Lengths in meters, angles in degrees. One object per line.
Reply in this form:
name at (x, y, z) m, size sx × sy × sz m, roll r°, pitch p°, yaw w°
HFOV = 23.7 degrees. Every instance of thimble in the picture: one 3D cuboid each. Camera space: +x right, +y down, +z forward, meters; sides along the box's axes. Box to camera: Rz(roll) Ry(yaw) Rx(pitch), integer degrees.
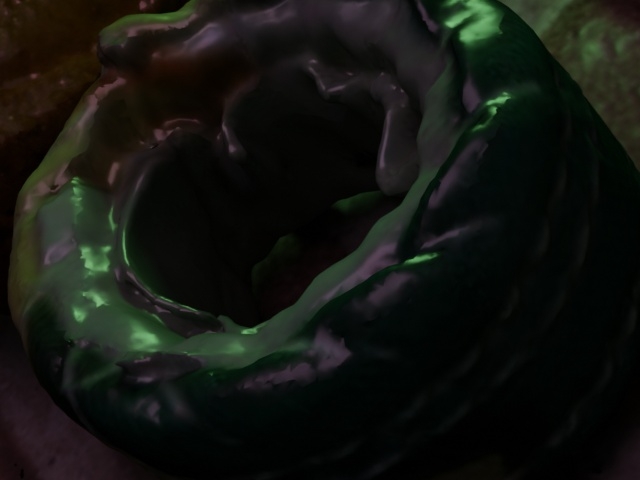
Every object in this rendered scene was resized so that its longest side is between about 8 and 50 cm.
thimble at (0.000, 0.000, 0.684) m, size 0.254 × 0.167 × 0.288 m, roll -48°, pitch 44°, yaw -2°

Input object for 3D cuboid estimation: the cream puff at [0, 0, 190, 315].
cream puff at (-0.194, -0.093, 0.870) m, size 0.303 × 0.212 × 0.303 m, roll -1°, pitch 61°, yaw 2°
